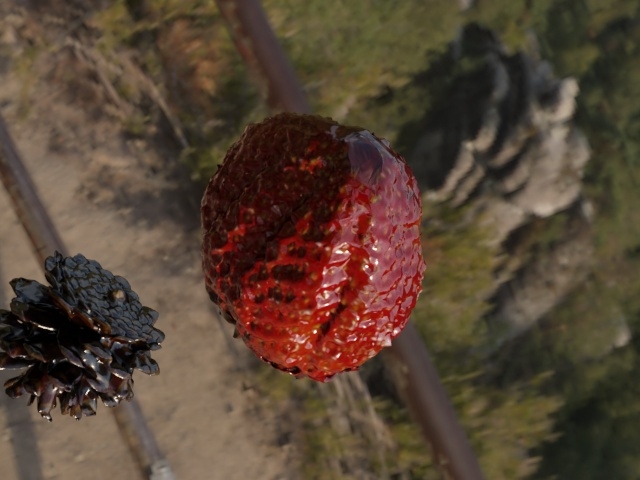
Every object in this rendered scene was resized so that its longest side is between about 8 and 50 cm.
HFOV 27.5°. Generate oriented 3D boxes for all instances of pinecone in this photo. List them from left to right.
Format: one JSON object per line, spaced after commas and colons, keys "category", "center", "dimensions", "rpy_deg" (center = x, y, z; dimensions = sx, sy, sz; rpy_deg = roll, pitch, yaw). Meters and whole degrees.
{"category": "pinecone", "center": [-0.196, 0.079, 1.031], "dimensions": [0.140, 0.121, 0.140], "rpy_deg": [41, 7, -6]}

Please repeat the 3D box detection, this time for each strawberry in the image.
{"category": "strawberry", "center": [0.000, 0.000, 1.366], "dimensions": [0.250, 0.288, 0.238], "rpy_deg": [13, 53, -18]}
